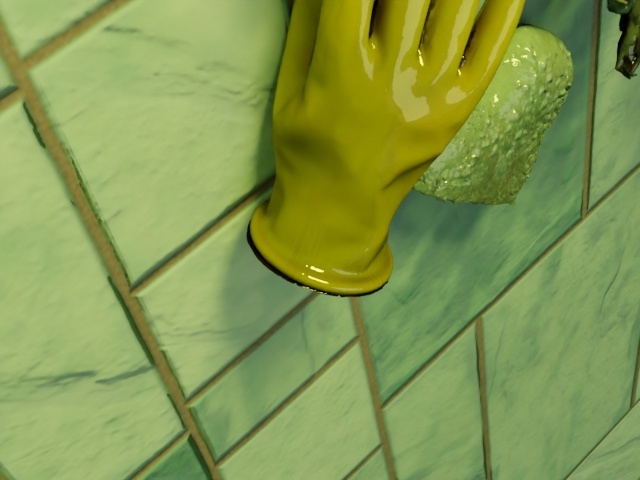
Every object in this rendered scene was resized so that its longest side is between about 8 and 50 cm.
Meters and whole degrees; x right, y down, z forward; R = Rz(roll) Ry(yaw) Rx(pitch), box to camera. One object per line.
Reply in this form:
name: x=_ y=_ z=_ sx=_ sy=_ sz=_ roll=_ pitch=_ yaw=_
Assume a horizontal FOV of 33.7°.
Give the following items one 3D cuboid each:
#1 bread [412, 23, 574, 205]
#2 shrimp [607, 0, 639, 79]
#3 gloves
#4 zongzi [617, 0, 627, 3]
bread: x=0.155 y=-0.095 z=0.986 sx=0.232 sy=0.064 sz=0.172 roll=-38 pitch=142 yaw=-21
shrimp: x=0.371 y=-0.354 z=0.967 sx=0.272 sy=0.085 sz=0.445 roll=13 pitch=98 yaw=-51
gloves: x=0.043 y=-0.107 z=0.757 sx=0.133 sy=0.116 sz=0.294 roll=5 pitch=125 yaw=-22
zongzi: x=0.187 y=-0.323 z=0.806 sx=0.241 sy=0.111 sz=0.248 roll=2 pitch=126 yaw=-32
